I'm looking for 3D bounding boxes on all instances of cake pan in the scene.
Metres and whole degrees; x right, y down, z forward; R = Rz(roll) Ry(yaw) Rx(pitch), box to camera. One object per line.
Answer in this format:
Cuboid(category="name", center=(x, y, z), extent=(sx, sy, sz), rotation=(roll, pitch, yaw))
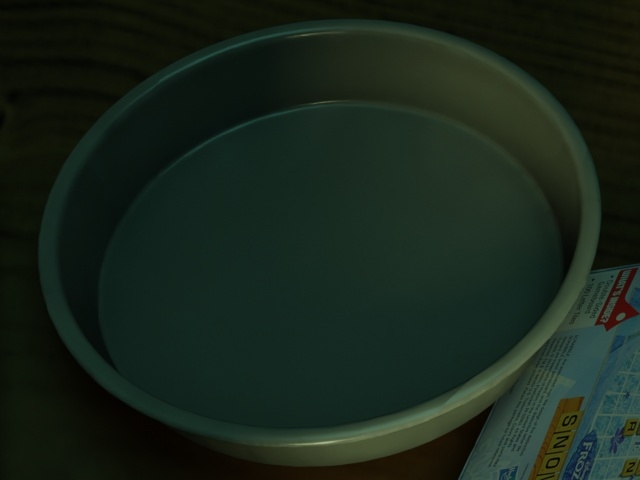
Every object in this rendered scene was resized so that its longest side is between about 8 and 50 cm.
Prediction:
Cuboid(category="cake pan", center=(0.000, 0.000, 0.939), extent=(0.293, 0.054, 0.293), rotation=(-4, 49, 5))

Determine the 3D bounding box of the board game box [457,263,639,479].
Cuboid(category="board game box", center=(0.186, 0.128, 0.769), extent=(0.066, 0.318, 0.319), rotation=(50, 52, -26))
